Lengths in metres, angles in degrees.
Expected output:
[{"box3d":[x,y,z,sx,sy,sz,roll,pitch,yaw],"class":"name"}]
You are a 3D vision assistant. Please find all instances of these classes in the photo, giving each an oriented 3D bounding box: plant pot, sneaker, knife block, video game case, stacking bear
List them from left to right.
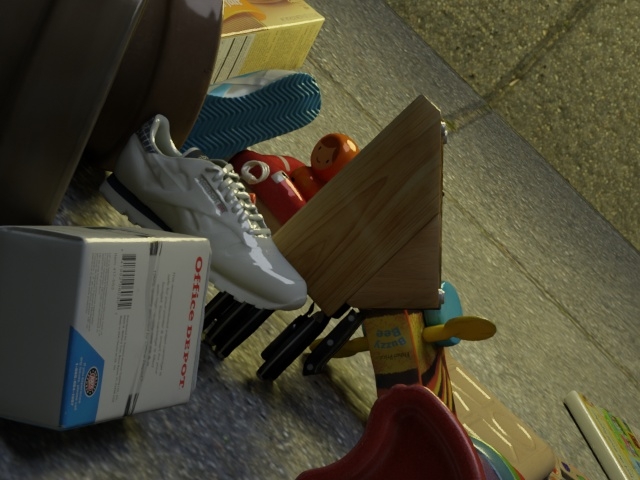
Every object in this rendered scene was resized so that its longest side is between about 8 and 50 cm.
[{"box3d":[-0.300,-0.177,1.244,0.280,0.323,0.323,24,21,-8],"class":"plant pot"},{"box3d":[-0.249,-0.212,1.514,0.229,0.263,0.263,13,31,-28],"class":"plant pot"},{"box3d":[-0.098,-0.022,1.412,0.235,0.095,0.090,36,7,17],"class":"sneaker"},{"box3d":[-0.117,-0.142,1.762,0.228,0.087,0.092,-14,14,-23],"class":"sneaker"},{"box3d":[0.000,0.000,1.481,0.242,0.276,0.088,1,-4,6],"class":"knife block"},{"box3d":[0.118,0.247,1.386,0.164,0.175,0.289,49,10,23],"class":"stacking bear"},{"box3d":[0.453,0.328,2.149,0.206,0.026,0.227,31,22,-36],"class":"video game case"}]

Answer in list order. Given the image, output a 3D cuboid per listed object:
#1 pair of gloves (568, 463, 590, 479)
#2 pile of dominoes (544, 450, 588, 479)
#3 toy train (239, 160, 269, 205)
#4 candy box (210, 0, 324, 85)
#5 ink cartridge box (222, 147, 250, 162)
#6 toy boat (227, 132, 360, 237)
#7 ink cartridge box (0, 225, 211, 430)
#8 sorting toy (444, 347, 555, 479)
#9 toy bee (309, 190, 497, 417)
[{"box3d":[0.339,0.324,1.926,0.074,0.010,0.083,41,20,-10],"class":"pair of gloves"},{"box3d":[0.354,0.356,1.814,0.196,0.040,0.251,38,22,-18],"class":"pile of dominoes"},{"box3d":[-0.056,-0.006,1.667,0.166,0.125,0.046,49,-19,29],"class":"toy train"},{"box3d":[-0.161,-0.280,1.909,0.183,0.088,0.316,40,33,21],"class":"candy box"},{"box3d":[-0.139,-0.143,1.872,0.088,0.052,0.122,34,21,-28],"class":"ink cartridge box"},{"box3d":[-0.014,-0.065,1.804,0.151,0.151,0.231,48,17,14],"class":"toy boat"},{"box3d":[-0.168,0.061,1.165,0.082,0.140,0.190,9,3,22],"class":"ink cartridge box"},{"box3d":[0.179,0.210,1.783,0.208,0.038,0.193,47,18,13],"class":"sorting toy"},{"box3d":[0.068,0.074,1.597,0.162,0.195,0.298,11,49,-63],"class":"toy bee"}]
